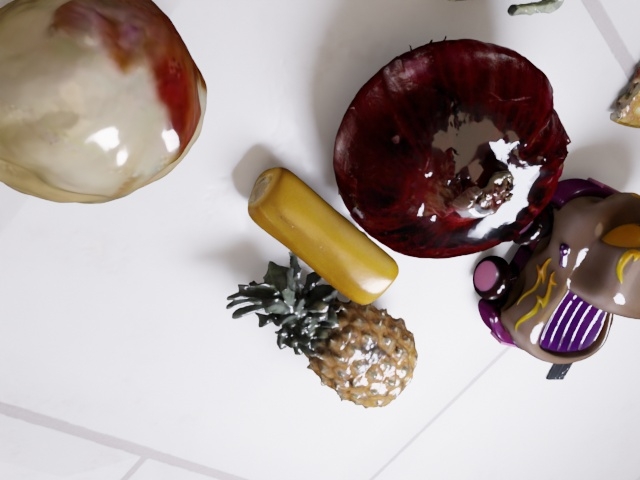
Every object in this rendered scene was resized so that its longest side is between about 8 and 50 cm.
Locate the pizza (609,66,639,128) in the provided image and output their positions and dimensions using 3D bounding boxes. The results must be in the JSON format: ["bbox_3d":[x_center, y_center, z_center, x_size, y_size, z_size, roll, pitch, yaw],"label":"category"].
[{"bbox_3d":[0.568,-0.272,0.951,0.201,0.053,0.193,-4,124,-7],"label":"pizza"}]

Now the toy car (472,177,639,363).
[{"bbox_3d":[0.445,0.075,1.007,0.271,0.240,0.341,14,111,-28],"label":"toy car"}]

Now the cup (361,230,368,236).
[{"bbox_3d":[0.054,0.036,0.933,0.075,0.054,0.083,-33,130,-2],"label":"cup"}]

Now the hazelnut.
[{"bbox_3d":[-0.245,-0.153,0.605,0.261,0.261,0.241,-27,95,-5],"label":"hazelnut"}]

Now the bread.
[{"bbox_3d":[0.000,0.000,0.830,0.239,0.074,0.092,39,140,-17],"label":"bread"}]

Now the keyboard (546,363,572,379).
[{"bbox_3d":[0.539,0.242,1.298,0.053,0.010,0.155,6,118,-25],"label":"keyboard"}]

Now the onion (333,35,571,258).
[{"bbox_3d":[0.169,-0.096,0.783,0.314,0.232,0.314,-1,132,-2],"label":"onion"}]

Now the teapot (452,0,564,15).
[{"bbox_3d":[0.246,-0.336,0.763,0.200,0.077,0.107,-11,130,-16],"label":"teapot"}]

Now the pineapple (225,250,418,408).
[{"bbox_3d":[-0.002,0.133,0.922,0.340,0.169,0.169,34,104,-29],"label":"pineapple"}]
